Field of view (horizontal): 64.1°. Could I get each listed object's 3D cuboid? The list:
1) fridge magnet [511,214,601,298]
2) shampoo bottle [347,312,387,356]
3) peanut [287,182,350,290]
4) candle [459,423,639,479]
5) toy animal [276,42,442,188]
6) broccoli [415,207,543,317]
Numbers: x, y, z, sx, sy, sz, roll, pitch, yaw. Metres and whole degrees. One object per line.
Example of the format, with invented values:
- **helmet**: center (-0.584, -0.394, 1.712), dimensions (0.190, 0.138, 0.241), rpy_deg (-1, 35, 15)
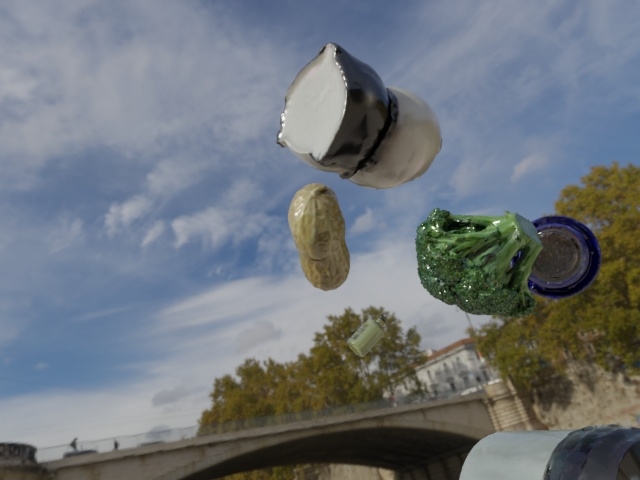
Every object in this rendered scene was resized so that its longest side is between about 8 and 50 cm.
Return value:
- **fridge magnet**: center (0.735, 0.051, 1.611), dimensions (0.265, 0.266, 0.112), rpy_deg (-30, -19, 24)
- **shampoo bottle**: center (0.173, 0.327, 1.792), dimensions (0.162, 0.079, 0.079), rpy_deg (-43, -22, -17)
- **peanut**: center (-0.005, 0.001, 1.336), dimensions (0.142, 0.291, 0.159), rpy_deg (3, 27, 28)
- **candle**: center (0.318, 0.363, 0.676), dimensions (0.221, 0.222, 0.342), rpy_deg (-3, -20, -25)
- **toy animal**: center (0.071, -0.164, 0.771), dimensions (0.235, 0.187, 0.165), rpy_deg (18, -78, -39)
- **broccoli**: center (0.315, 0.040, 1.032), dimensions (0.261, 0.269, 0.241), rpy_deg (33, -57, -27)
